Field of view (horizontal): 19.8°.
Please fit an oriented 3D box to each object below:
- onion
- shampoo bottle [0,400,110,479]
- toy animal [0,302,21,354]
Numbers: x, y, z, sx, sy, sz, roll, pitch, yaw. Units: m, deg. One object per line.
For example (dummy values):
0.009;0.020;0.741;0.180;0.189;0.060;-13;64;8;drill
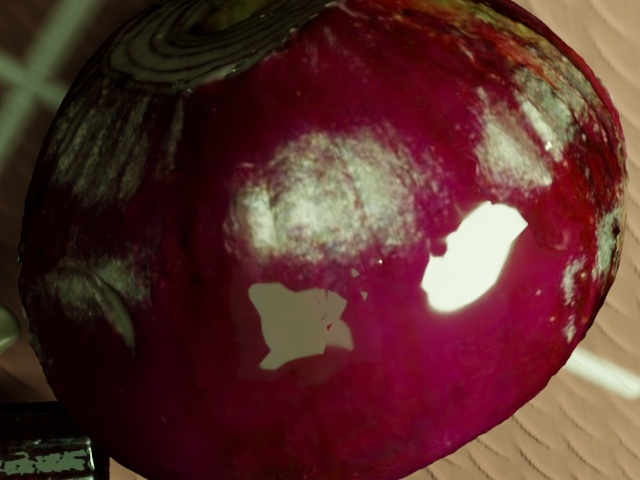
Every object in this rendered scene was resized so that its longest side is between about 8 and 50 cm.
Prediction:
0.000;0.000;0.963;0.336;0.260;0.282;-7;117;5;onion
-0.269;0.136;1.133;0.278;0.104;0.104;-4;122;2;shampoo bottle
-0.304;-0.007;1.017;0.154;0.166;0.250;-46;128;-22;toy animal
